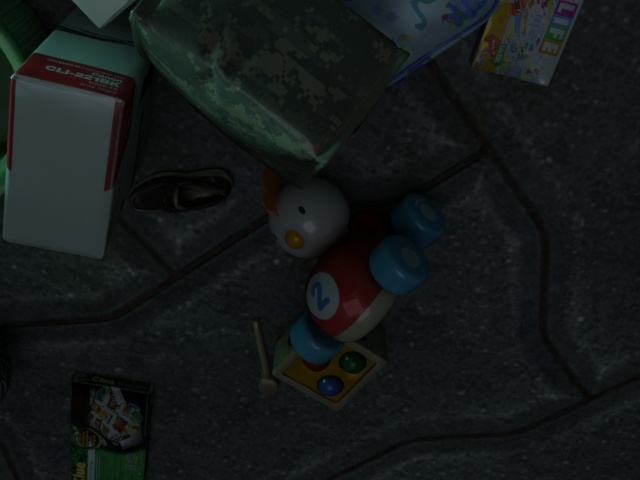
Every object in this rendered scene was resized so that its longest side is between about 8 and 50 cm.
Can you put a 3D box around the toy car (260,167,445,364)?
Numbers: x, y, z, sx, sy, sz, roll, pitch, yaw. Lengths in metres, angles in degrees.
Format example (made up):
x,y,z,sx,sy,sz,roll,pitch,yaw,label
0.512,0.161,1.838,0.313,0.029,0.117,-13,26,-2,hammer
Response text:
x,y,z,sx,sy,sz,roll,pitch,yaw,label
0.000,0.000,1.029,0.238,0.210,0.219,40,127,-6,toy car

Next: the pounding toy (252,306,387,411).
x,y,z,sx,sy,sz,roll,pitch,yaw,label
-0.031,0.188,1.191,0.181,0.094,0.206,32,117,-16,pounding toy

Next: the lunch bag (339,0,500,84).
x,y,z,sx,sy,sz,roll,pitch,yaw,label
0.088,-0.288,0.901,0.219,0.090,0.176,-32,114,19,lunch bag

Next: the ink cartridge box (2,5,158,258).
x,y,z,sx,sy,sz,roll,pitch,yaw,label
-0.269,-0.139,0.900,0.114,0.273,0.197,12,121,-9,ink cartridge box

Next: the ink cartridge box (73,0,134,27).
x,y,z,sx,sy,sz,roll,pitch,yaw,label
-0.263,-0.380,0.794,0.114,0.198,0.273,-34,114,20,ink cartridge box

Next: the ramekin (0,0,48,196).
x,y,z,sx,sy,sz,roll,pitch,yaw,label
-0.475,-0.198,0.940,0.303,0.148,0.304,1,121,1,ramekin

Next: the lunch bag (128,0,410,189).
x,y,z,sx,sy,sz,roll,pitch,yaw,label
-0.062,-0.183,0.845,0.235,0.287,0.169,37,82,-6,lunch bag

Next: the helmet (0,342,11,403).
x,y,z,sx,sy,sz,roll,pitch,yaw,label
-0.563,0.213,1.186,0.161,0.169,0.170,22,121,7,helmet

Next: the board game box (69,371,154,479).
x,y,z,sx,sy,sz,roll,pitch,yaw,label
-0.365,0.342,1.334,0.136,0.030,0.260,9,121,-6,board game box

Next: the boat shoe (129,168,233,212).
x,y,z,sx,sy,sz,roll,pitch,yaw,label
-0.198,-0.065,1.069,0.152,0.049,0.056,-12,120,9,boat shoe

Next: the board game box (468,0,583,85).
x,y,z,sx,sy,sz,roll,pitch,yaw,label
0.257,-0.276,0.940,0.103,0.026,0.154,12,121,-6,board game box
